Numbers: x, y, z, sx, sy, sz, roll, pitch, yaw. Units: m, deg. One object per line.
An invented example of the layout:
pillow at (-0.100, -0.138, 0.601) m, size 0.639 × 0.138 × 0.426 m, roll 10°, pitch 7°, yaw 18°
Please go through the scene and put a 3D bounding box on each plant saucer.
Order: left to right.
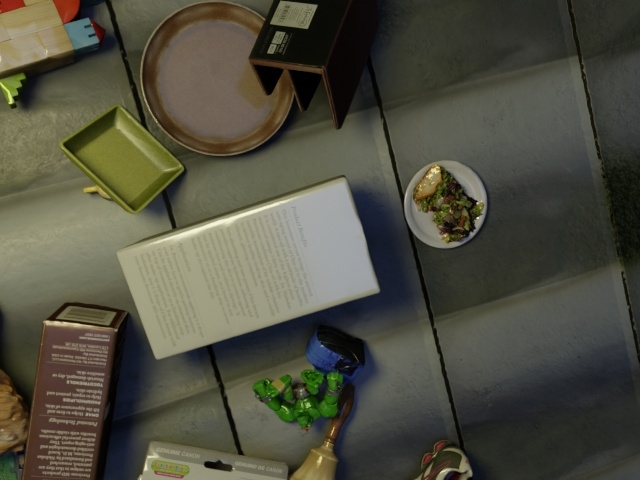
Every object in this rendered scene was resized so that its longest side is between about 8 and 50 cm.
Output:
plant saucer at (-0.390, -0.153, 1.240) m, size 0.188 × 0.188 × 0.045 m, roll 44°, pitch 130°, yaw -11°
plant saucer at (-0.208, -0.330, 1.300) m, size 0.310 × 0.050 × 0.311 m, roll -1°, pitch 96°, yaw -11°

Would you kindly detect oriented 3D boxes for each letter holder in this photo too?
letter holder at (0.003, -0.402, 1.264) m, size 0.152 × 0.214 × 0.302 m, roll 12°, pitch 68°, yaw 17°

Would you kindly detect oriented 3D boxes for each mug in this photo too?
mug at (-0.427, -0.104, 1.268) m, size 0.078 × 0.064 × 0.062 m, roll -43°, pitch 102°, yaw -4°

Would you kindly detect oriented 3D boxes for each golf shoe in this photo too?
golf shoe at (0.241, 0.586, 1.431) m, size 0.105 × 0.120 × 0.273 m, roll 33°, pitch 89°, yaw -14°

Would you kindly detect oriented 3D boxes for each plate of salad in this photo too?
plate of salad at (0.286, -0.080, 1.418) m, size 0.200 × 0.048 × 0.200 m, roll -1°, pitch 94°, yaw -12°

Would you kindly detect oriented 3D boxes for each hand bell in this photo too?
hand bell at (0.024, 0.433, 1.398) m, size 0.126 × 0.126 × 0.242 m, roll 24°, pitch 77°, yaw -12°

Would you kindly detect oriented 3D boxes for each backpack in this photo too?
backpack at (0.024, 0.250, 1.370) m, size 0.120 × 0.098 × 0.101 m, roll 30°, pitch 108°, yaw -14°

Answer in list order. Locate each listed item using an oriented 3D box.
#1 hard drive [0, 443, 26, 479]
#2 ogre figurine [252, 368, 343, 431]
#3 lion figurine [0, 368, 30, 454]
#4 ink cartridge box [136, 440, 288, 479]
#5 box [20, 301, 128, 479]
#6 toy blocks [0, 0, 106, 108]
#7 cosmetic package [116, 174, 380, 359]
hard drive at (-0.757, 0.468, 1.252) m, size 0.339 × 0.064 × 0.237 m, roll -5°, pitch 96°, yaw -10°
ogre figurine at (-0.035, 0.339, 1.357) m, size 0.197 × 0.097 × 0.118 m, roll -21°, pitch 118°, yaw 1°
lion figurine at (-0.675, 0.212, 1.185) m, size 0.240 × 0.142 × 0.392 m, roll -1°, pitch 73°, yaw -26°
ink cartridge box at (-0.240, 0.582, 1.308) m, size 0.309 × 0.130 × 0.272 m, roll 15°, pitch 63°, yaw -12°
box at (-0.477, 0.329, 1.230) m, size 0.143 × 0.191 × 0.381 m, roll 10°, pitch 93°, yaw -12°
toy blocks at (-0.532, -0.475, 1.176) m, size 0.261 × 0.191 × 0.381 m, roll -24°, pitch 99°, yaw -19°
cosmetic package at (-0.132, 0.046, 1.246) m, size 0.453 × 0.161 × 0.230 m, roll -17°, pitch 98°, yaw 4°
